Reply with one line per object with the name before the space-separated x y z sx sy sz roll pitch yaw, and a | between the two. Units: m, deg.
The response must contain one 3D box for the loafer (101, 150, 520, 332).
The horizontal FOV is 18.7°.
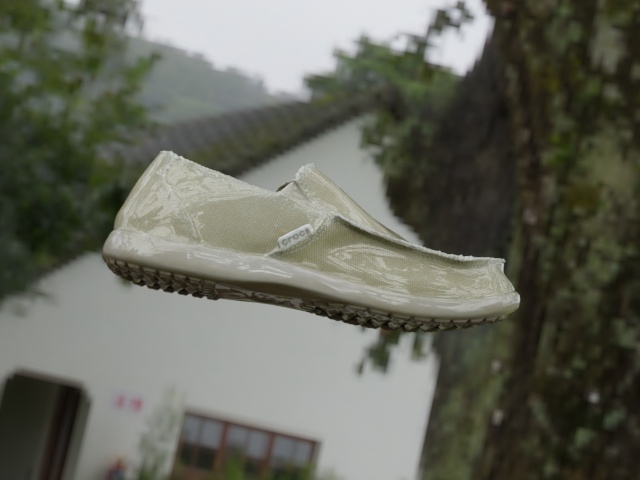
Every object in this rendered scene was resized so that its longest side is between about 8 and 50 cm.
loafer | 0.000 0.000 1.229 0.268 0.092 0.102 10 -8 -9
